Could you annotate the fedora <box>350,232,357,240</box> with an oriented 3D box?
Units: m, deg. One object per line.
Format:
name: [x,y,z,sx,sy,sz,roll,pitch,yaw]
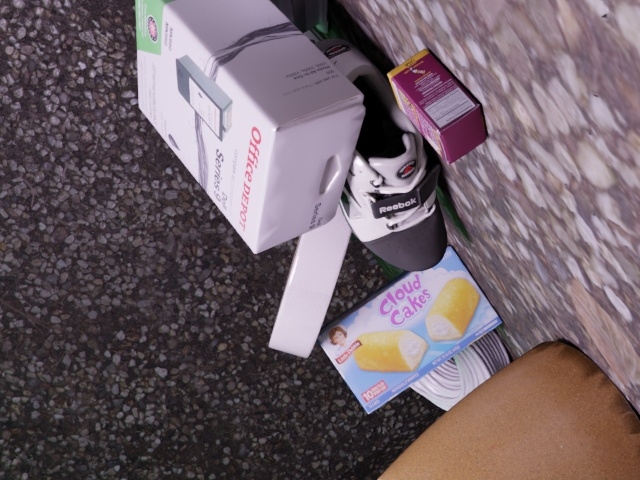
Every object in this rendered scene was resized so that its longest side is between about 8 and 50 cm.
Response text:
fedora: [0.026,-0.123,1.606,0.243,0.124,0.275,54,172,-23]

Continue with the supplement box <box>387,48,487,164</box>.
supplement box: [0.101,-0.117,0.677,0.083,0.043,0.055,57,180,31]

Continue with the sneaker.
sneaker: [0.078,-0.078,0.945,0.330,0.122,0.146,59,176,-26]

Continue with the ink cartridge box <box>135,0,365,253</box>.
ink cartridge box: [-0.095,-0.162,0.914,0.289,0.121,0.211,49,148,26]

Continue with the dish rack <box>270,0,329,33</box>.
dish rack: [-0.095,-0.385,0.934,0.285,0.072,0.333,57,179,1]

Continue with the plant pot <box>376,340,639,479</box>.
plant pot: [0.200,0.269,0.876,0.237,0.254,0.237,159,90,-76]

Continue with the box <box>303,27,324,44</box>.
box: [-0.034,-0.209,1.139,0.290,0.169,0.087,58,179,42]

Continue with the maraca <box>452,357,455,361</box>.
maraca: [0.307,0.242,1.634,0.185,0.099,0.127,46,-138,-5]

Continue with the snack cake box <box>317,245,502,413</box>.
snack cake box: [0.141,0.142,1.280,0.152,0.264,0.089,55,180,-1]

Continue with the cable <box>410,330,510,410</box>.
cable: [0.242,0.219,1.491,0.257,0.089,0.257,39,146,22]

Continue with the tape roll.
tape roll: [0.000,0.000,1.289,0.072,0.392,0.392,17,-178,-3]
